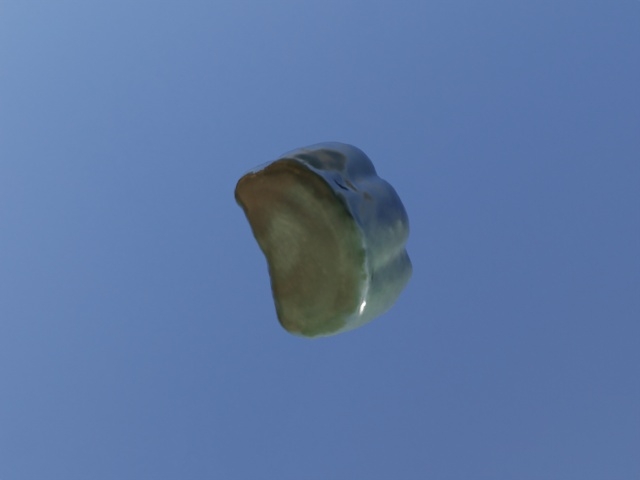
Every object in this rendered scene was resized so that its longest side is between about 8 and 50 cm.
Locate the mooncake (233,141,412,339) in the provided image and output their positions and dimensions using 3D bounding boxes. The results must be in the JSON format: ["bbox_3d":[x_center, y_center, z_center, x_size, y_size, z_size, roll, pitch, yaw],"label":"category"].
[{"bbox_3d":[0.000,0.000,0.795,0.168,0.104,0.175,25,-58,26],"label":"mooncake"}]
